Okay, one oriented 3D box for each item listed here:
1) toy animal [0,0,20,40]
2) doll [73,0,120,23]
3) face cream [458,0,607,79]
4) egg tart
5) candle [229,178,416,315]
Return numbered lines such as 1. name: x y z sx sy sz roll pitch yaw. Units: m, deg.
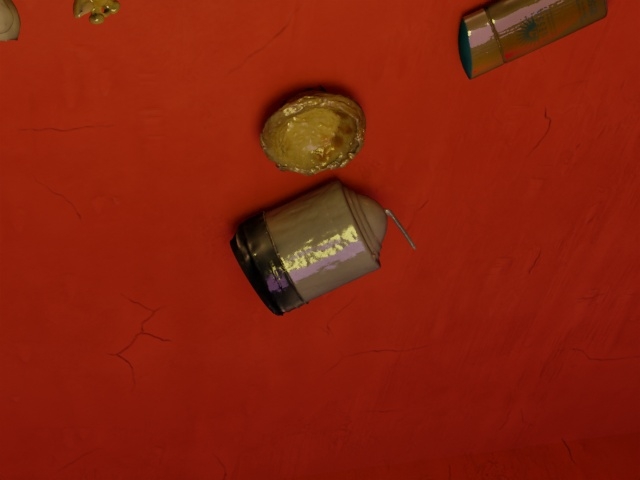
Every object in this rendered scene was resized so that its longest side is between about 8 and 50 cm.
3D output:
1. toy animal: -0.510 -0.382 1.463 0.128 0.179 0.193 -11 116 -36
2. doll: -0.378 -0.457 1.451 0.117 0.086 0.291 -43 121 -33
3. face cream: 0.388 -0.410 1.848 0.285 0.067 0.139 -24 137 8
4. egg tart: -0.015 -0.216 1.910 0.213 0.090 0.212 -9 137 -9
5. candle: 0.000 0.000 2.066 0.343 0.221 0.221 -27 139 5
